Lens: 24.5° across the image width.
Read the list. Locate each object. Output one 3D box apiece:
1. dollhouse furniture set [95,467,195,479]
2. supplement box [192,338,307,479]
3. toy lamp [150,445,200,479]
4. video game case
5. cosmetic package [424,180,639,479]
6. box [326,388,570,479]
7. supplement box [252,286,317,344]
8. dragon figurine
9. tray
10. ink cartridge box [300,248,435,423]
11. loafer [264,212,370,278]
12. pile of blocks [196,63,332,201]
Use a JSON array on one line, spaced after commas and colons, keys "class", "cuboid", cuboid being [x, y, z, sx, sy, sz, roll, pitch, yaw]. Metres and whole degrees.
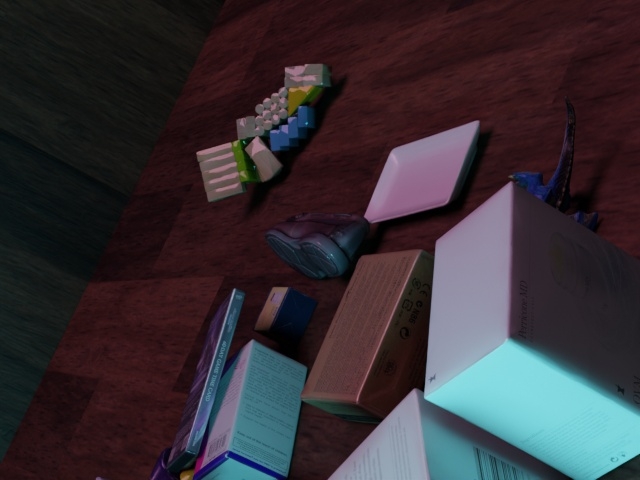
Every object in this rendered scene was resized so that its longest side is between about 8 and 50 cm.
[{"class": "dollhouse furniture set", "cuboid": [-0.251, 0.413, 2.205, 0.198, 0.286, 0.303, -51, 34, 25]}, {"class": "supplement box", "cuboid": [-0.108, 0.283, 2.289, 0.111, 0.114, 0.220, -41, 30, 44]}, {"class": "toy lamp", "cuboid": [-0.195, 0.339, 2.475, 0.275, 0.080, 0.080, -44, 26, 32]}, {"class": "video game case", "cuboid": [-0.186, 0.229, 2.375, 0.196, 0.026, 0.274, 131, 157, -68]}, {"class": "cosmetic package", "cuboid": [0.241, 0.097, 1.557, 0.138, 0.225, 0.224, -43, 28, 40]}, {"class": "box", "cuboid": [0.089, 0.361, 1.582, 0.345, 0.215, 0.168, -50, 23, 27]}, {"class": "supplement box", "cuboid": [-0.060, 0.126, 2.459, 0.083, 0.056, 0.083, -65, 21, -12]}, {"class": "dragon figurine", "cuboid": [0.280, -0.022, 1.814, 0.289, 0.085, 0.144, -61, 22, 12]}, {"class": "tray", "cuboid": [0.160, -0.095, 2.272, 0.270, 0.030, 0.145, -14, 51, 63]}, {"class": "ink cartridge box", "cuboid": [0.086, 0.136, 2.062, 0.193, 0.088, 0.234, -8, 56, 66]}, {"class": "loafer", "cuboid": [0.000, 0.000, 2.444, 0.095, 0.109, 0.302, -44, 16, -13]}, {"class": "pile of blocks", "cuboid": [-0.084, -0.207, 2.920, 0.362, 0.149, 0.113, -42, -17, 21]}]
